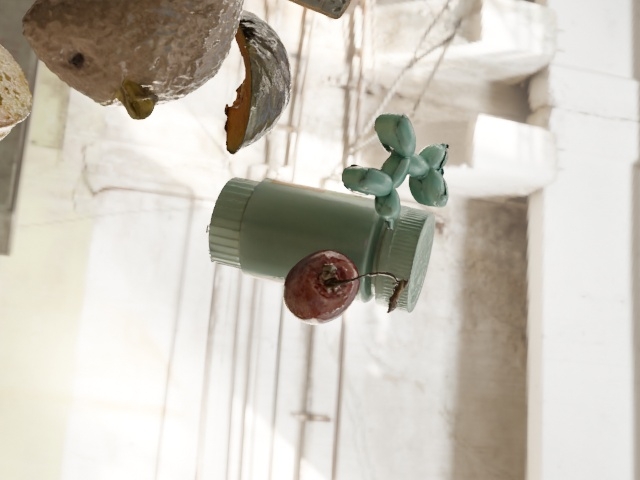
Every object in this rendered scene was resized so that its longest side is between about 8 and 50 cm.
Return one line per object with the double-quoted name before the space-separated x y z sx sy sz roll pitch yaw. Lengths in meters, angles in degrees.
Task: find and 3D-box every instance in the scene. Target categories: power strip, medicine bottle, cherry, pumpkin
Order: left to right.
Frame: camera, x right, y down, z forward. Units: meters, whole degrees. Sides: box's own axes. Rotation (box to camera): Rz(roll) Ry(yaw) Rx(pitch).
"pumpkin" -0.110 -0.333 1.799 0.169 0.148 0.312 -169 -102 -64
"power strip" -0.035 -0.330 1.109 0.049 0.178 0.028 -56 -144 30
"medicine bottle" 0.000 0.000 1.312 0.158 0.318 0.158 13 90 -76
"cherry" 0.019 0.066 1.112 0.225 0.107 0.090 9 -50 62

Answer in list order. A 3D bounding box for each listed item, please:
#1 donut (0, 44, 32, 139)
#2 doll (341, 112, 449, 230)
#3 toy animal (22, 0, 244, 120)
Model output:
"donut" -0.371 -0.153 0.815 0.074 0.190 0.174 -45 -109 21
"doll" 0.116 -0.094 1.180 0.059 0.158 0.159 11 -122 49
"toy animal" -0.256 -0.329 1.345 0.188 0.359 0.226 -101 166 -71
